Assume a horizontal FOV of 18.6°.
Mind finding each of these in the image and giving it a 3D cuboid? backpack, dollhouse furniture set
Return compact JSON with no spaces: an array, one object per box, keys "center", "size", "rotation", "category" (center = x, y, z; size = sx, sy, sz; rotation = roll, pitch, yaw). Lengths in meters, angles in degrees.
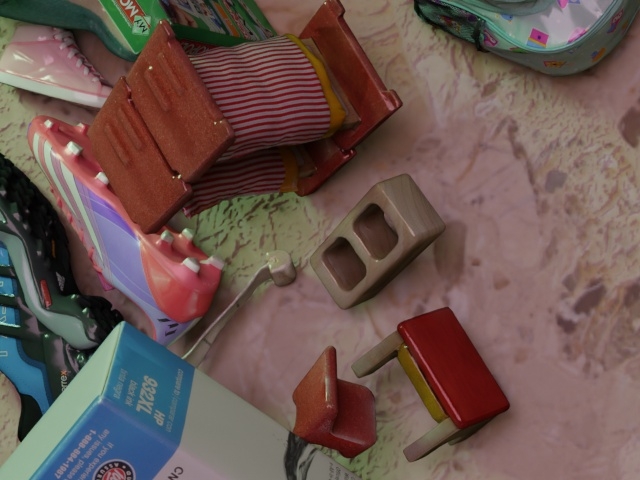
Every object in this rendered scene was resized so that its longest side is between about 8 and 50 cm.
[{"center":[0.178,-0.235,1.641],"size":[0.188,0.144,0.166],"rotation":[32,83,13],"category":"backpack"},{"center":[0.000,0.000,1.575],"size":[0.374,0.201,0.152],"rotation":[58,135,15],"category":"dollhouse furniture set"}]

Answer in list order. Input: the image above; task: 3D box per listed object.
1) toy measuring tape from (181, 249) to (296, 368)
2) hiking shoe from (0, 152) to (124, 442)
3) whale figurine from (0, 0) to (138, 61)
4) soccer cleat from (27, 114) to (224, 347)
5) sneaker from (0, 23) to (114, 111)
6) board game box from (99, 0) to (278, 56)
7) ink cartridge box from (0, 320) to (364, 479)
[{"center":[-0.103,0.160,1.642],"size":[0.121,0.121,0.330],"rotation":[39,78,15],"category":"toy measuring tape"},{"center":[-0.277,0.040,1.690],"size":[0.132,0.113,0.304],"rotation":[-38,70,10],"category":"hiking shoe"},{"center":[-0.256,-0.242,1.720],"size":[0.272,0.216,0.141],"rotation":[37,124,-4],"category":"whale figurine"},{"center":[-0.185,-0.013,1.696],"size":[0.248,0.083,0.095],"rotation":[43,111,23],"category":"soccer cleat"},{"center":[-0.224,-0.158,1.747],"size":[0.134,0.051,0.070],"rotation":[17,88,17],"category":"sneaker"},{"center":[-0.172,-0.284,1.678],"size":[0.046,0.213,0.317],"rotation":[-39,74,19],"category":"board game box"},{"center":[-0.098,0.247,1.512],"size":[0.307,0.129,0.223],"rotation":[35,111,-14],"category":"ink cartridge box"}]
